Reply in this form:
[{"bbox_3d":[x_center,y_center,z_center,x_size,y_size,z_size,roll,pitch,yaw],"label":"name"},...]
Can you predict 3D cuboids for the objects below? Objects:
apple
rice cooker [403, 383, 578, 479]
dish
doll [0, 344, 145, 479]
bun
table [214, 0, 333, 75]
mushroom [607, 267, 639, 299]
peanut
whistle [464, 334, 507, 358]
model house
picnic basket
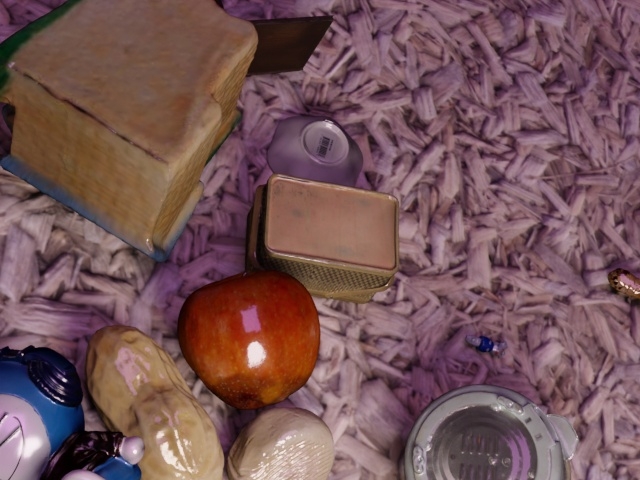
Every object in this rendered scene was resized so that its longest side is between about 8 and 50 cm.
[{"bbox_3d":[-0.115,0.158,1.826,0.230,0.230,0.230,8,63,-17],"label":"apple"},{"bbox_3d":[0.268,0.368,1.827,0.317,0.316,0.264,-21,63,-28],"label":"rice cooker"},{"bbox_3d":[0.001,-0.165,2.104,0.191,0.066,0.190,8,63,-17],"label":"dish"},{"bbox_3d":[-0.413,0.301,1.613,0.310,0.240,0.284,32,101,8],"label":"doll"},{"bbox_3d":[-0.071,0.338,1.806,0.173,0.166,0.113,-6,25,-31],"label":"bun"},{"bbox_3d":[-0.161,-0.451,2.106,0.282,0.196,0.250,-8,68,-24],"label":"table"},{"bbox_3d":[0.663,0.112,2.207,0.218,0.148,0.227,6,52,2],"label":"mushroom"},{"bbox_3d":[-0.258,0.264,1.757,0.152,0.152,0.313,-23,74,-28],"label":"peanut"},{"bbox_3d":[0.300,0.187,2.070,0.083,0.029,0.033,20,92,-16],"label":"whistle"},{"bbox_3d":[-0.313,-0.193,1.865,0.335,0.342,0.382,31,50,5],"label":"model house"},{"bbox_3d":[0.000,0.000,1.982,0.267,0.139,0.165,9,63,-16],"label":"picnic basket"}]
